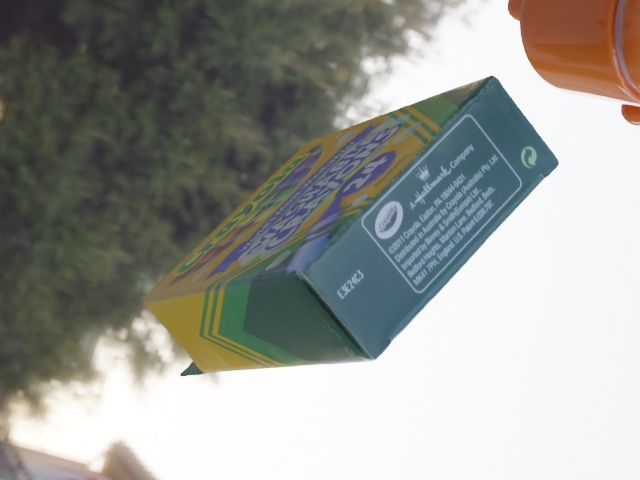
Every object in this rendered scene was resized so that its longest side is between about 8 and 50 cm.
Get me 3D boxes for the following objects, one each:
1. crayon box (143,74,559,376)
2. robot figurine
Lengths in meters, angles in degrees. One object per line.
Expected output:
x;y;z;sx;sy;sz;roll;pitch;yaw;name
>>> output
0.000;0.000;1.102;0.203;0.083;0.323;-45;-167;-25;crayon box
0.236;-0.160;1.110;0.219;0.128;0.158;20;-73;57;robot figurine
